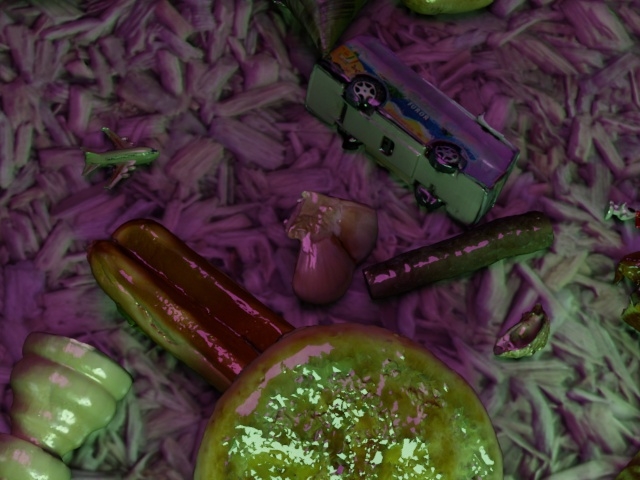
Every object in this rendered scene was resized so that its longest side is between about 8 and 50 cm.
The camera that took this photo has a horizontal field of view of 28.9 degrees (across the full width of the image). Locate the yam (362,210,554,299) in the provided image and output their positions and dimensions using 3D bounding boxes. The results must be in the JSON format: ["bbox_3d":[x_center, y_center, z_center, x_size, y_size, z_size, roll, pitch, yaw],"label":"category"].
[{"bbox_3d":[0.187,0.021,1.682,0.274,0.061,0.061,-18,65,-13],"label":"yam"}]

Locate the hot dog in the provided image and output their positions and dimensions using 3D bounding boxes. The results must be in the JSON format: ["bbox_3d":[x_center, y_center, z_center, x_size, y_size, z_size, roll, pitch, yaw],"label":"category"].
[{"bbox_3d":[-0.164,0.092,1.592,0.337,0.100,0.135,36,57,13],"label":"hot dog"}]

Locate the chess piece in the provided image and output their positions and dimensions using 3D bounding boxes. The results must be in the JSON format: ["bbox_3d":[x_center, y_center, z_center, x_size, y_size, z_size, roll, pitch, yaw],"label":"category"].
[{"bbox_3d":[-0.339,0.248,1.477,0.142,0.143,0.261,21,66,6],"label":"chess piece"}]

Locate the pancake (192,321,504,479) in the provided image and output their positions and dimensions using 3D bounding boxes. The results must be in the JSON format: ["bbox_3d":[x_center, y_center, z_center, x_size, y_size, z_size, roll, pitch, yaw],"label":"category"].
[{"bbox_3d":[0.039,0.284,1.431,0.386,0.082,0.387,0,89,-14],"label":"pancake"}]

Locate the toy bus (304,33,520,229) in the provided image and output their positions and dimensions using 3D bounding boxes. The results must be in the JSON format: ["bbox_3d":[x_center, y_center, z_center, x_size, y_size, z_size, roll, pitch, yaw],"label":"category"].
[{"bbox_3d":[0.132,-0.157,1.749,0.317,0.112,0.138,39,55,15],"label":"toy bus"}]

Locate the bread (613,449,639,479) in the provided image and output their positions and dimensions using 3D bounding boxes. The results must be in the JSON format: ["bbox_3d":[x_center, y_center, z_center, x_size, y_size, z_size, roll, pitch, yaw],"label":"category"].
[{"bbox_3d":[0.389,0.325,1.524,0.084,0.077,0.367,44,66,13],"label":"bread"}]

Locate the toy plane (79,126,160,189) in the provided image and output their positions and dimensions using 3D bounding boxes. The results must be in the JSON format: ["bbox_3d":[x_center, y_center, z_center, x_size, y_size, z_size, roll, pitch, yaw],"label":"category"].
[{"bbox_3d":[-0.278,-0.115,1.724,0.111,0.040,0.102,-3,64,-7],"label":"toy plane"}]

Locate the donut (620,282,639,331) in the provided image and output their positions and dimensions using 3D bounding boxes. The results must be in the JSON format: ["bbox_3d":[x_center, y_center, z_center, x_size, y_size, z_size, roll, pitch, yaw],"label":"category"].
[{"bbox_3d":[0.494,0.088,1.633,0.186,0.126,0.144,-35,81,-15],"label":"donut"}]

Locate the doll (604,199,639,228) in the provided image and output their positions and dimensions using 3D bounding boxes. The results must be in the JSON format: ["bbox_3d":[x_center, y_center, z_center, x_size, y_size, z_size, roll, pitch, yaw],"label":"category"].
[{"bbox_3d":[0.444,-0.035,1.743,0.085,0.040,0.058,-2,49,-11],"label":"doll"}]

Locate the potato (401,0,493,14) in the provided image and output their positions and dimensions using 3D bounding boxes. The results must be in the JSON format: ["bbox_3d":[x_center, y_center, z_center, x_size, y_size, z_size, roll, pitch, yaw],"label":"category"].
[{"bbox_3d":[0.196,-0.397,1.897,0.170,0.080,0.107,-2,74,-8],"label":"potato"}]

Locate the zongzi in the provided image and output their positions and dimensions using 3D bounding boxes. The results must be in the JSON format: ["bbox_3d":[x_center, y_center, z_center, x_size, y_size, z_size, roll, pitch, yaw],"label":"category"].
[{"bbox_3d":[0.063,-0.392,1.809,0.286,0.138,0.300,-21,46,-5],"label":"zongzi"}]

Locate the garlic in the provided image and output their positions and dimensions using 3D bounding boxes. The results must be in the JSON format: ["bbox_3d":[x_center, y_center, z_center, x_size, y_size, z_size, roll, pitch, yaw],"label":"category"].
[{"bbox_3d":[0.006,0.007,1.660,0.124,0.099,0.174,26,64,-6],"label":"garlic"}]

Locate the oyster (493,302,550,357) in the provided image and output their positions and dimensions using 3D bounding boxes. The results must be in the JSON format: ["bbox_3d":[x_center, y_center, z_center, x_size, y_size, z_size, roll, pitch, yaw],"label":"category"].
[{"bbox_3d":[0.270,0.128,1.654,0.083,0.038,0.081,-24,36,13],"label":"oyster"}]

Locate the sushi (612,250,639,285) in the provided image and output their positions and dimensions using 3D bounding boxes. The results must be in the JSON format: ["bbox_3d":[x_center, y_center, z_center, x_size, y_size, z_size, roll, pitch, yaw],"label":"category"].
[{"bbox_3d":[0.448,0.040,1.700,0.099,0.047,0.050,-1,26,4],"label":"sushi"}]
